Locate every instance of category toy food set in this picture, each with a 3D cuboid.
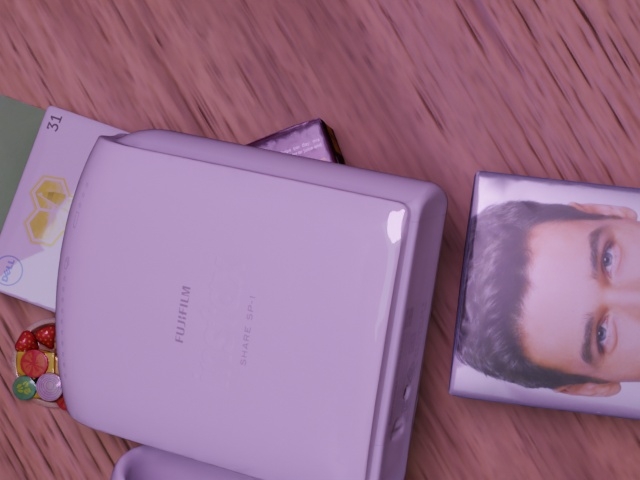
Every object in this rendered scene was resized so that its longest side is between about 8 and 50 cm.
[{"bbox_3d":[-0.236,0.110,1.292,0.083,0.020,0.082,0,90,6],"label":"toy food set"}]

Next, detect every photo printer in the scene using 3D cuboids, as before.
[{"bbox_3d":[-0.069,0.051,1.134,0.308,0.107,0.256,13,102,23],"label":"photo printer"}]

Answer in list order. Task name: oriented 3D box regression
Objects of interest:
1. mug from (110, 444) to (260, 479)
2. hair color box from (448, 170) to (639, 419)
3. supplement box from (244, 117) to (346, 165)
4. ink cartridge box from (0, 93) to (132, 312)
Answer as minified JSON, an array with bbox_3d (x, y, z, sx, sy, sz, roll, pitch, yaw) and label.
[{"bbox_3d":[-0.018,0.364,1.164,0.374,0.276,0.328,10,99,-24],"label":"mug"},{"bbox_3d":[0.302,0.056,1.184,0.375,0.113,0.185,7,91,7],"label":"hair color box"},{"bbox_3d":[0.000,0.000,1.223,0.081,0.104,0.188,-20,88,6],"label":"supplement box"},{"bbox_3d":[-0.259,-0.037,1.273,0.235,0.056,0.171,20,87,5],"label":"ink cartridge box"}]
